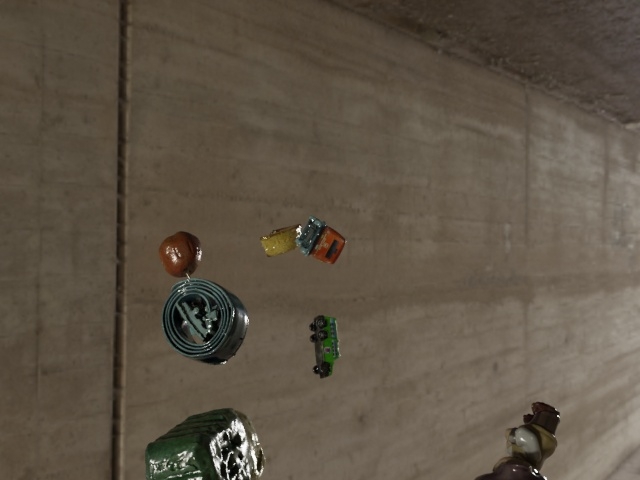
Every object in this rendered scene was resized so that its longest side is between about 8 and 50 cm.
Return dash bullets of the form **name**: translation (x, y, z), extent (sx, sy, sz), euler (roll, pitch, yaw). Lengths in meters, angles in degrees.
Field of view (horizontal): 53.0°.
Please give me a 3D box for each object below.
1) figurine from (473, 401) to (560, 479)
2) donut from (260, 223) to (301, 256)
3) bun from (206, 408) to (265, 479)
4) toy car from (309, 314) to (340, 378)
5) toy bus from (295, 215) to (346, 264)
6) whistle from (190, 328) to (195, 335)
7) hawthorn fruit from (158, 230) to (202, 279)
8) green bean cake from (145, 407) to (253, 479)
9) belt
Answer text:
- **figurine**: translation (0.446, 0.532, 1.474), extent (0.206, 0.365, 0.218), euler (24, 138, -4)
- **donut**: translation (-0.130, 0.000, 2.291), extent (0.141, 0.085, 0.217), euler (-14, -175, 16)
- **bun**: translation (-0.326, 0.729, 2.048), extent (0.326, 0.362, 0.234), euler (-16, 154, 21)
- **toy car**: translation (0.013, 0.282, 1.704), extent (0.062, 0.165, 0.071), euler (1, 162, -20)
- **toy bus**: translation (0.000, 0.000, 2.057), extent (0.120, 0.121, 0.265), euler (28, -178, -11)
- **whistle**: translation (-0.416, 0.309, 2.373), extent (0.274, 0.093, 0.186), euler (-4, 177, 1)
- **hawthorn fruit**: translation (-0.458, 0.053, 2.104), extent (0.149, 0.149, 0.189), euler (1, -149, -15)
- **green bean cake**: translation (-0.256, 0.568, 1.484), extent (0.169, 0.300, 0.308), euler (-13, 178, 10)
- **belt**: translation (-0.319, 0.207, 1.710), extent (0.267, 0.206, 0.116), euler (31, 173, 33)
